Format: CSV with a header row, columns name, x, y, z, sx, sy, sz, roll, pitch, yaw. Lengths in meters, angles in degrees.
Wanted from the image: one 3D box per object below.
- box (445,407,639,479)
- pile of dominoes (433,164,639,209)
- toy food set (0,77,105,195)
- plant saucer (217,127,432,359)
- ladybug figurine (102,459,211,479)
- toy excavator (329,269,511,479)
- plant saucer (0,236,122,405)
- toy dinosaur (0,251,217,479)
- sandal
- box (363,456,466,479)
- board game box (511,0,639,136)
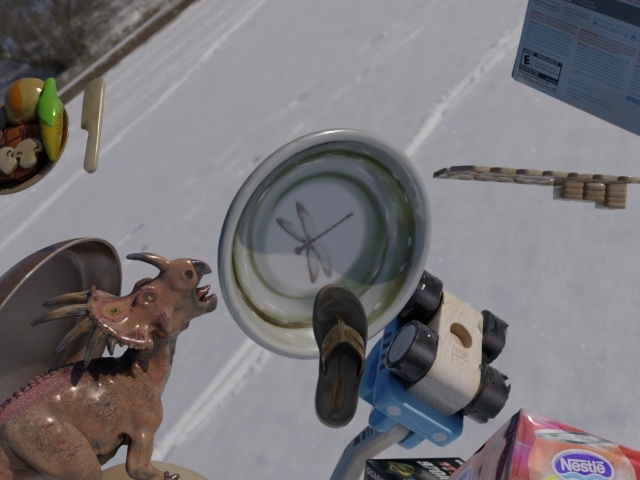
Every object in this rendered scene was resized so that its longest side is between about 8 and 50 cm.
name,x,y,z,sx,sy,sz,roll,pitch,yaw
box,0.195,0.297,0.836,0.300,0.154,0.142,108,-178,-56
pile of dominoes,0.286,-0.070,1.190,0.251,0.040,0.196,4,1,1
toy food set,-0.319,-0.109,0.908,0.192,0.038,0.133,-12,62,14
plant saucer,0.000,0.000,1.482,0.400,0.400,0.100,-41,33,-10
ladybug figurine,-0.149,0.463,0.946,0.305,0.450,0.162,-22,-23,0
toy excavator,0.145,0.345,1.722,0.445,0.222,0.433,-48,18,38
plant saucer,-0.329,0.129,0.984,0.311,0.050,0.311,-60,-13,-23
toy dinosaur,-0.215,0.147,0.760,0.127,0.200,0.295,8,38,39
sandal,0.025,0.144,1.096,0.049,0.072,0.180,122,151,-78
box,0.185,0.384,1.314,0.175,0.051,0.220,4,4,-21
board game box,0.328,-0.272,0.864,0.097,0.304,0.224,-20,41,-35
